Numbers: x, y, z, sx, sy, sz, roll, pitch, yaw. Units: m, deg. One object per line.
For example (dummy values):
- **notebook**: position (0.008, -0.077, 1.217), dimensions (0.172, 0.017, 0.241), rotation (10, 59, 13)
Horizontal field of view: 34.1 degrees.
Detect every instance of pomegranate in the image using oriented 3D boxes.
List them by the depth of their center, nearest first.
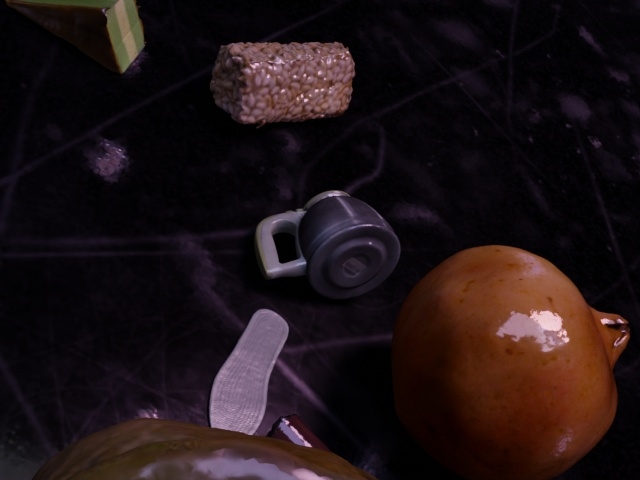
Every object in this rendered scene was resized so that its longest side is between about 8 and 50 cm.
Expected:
- **pomegranate**: position (0.155, 0.108, 0.905), dimensions (0.209, 0.209, 0.209), rotation (18, 46, -20)

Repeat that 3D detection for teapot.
- **teapot**: position (0.005, -0.007, 0.989), dimensions (0.124, 0.092, 0.091), rotation (13, 31, -33)

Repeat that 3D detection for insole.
- **insole**: position (-0.060, 0.115, 0.901), dimensions (0.053, 0.002, 0.152), rotation (32, 43, -6)

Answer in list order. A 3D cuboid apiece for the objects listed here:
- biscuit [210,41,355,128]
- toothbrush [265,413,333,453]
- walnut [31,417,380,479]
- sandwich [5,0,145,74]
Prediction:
- **biscuit**: position (-0.037, -0.168, 1.106), dimensions (0.168, 0.082, 0.070), rotation (-11, 36, -39)
- **toothbrush**: position (0.087, 0.280, 0.834), dimensions (0.364, 0.041, 0.041), rotation (46, 43, 8)
- **walnut**: position (-0.067, 0.232, 0.635), dimensions (0.283, 0.283, 0.227), rotation (18, 16, -21)
- **sandwich**: position (-0.247, -0.221, 1.059), dimensions (0.116, 0.074, 0.074), rotation (8, 42, 15)
